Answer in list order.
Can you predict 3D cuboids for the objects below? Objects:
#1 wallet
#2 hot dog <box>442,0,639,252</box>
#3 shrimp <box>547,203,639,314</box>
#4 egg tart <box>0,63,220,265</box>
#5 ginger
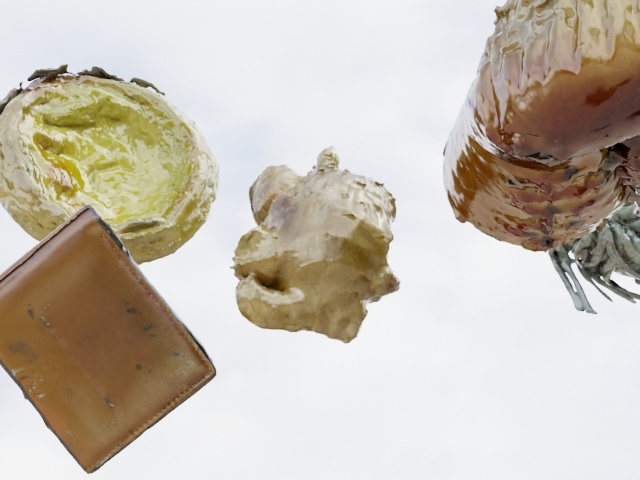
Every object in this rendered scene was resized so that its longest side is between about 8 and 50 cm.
[{"bbox_3d":[-0.208,0.091,1.641,0.161,0.195,0.042,-40,-1,-20],"label":"wallet"},{"bbox_3d":[0.296,-0.129,1.529,0.367,0.196,0.365,-12,-19,-5],"label":"hot dog"},{"bbox_3d":[0.307,-0.041,2.071,0.410,0.221,0.166,32,-4,-19],"label":"shrimp"},{"bbox_3d":[-0.250,-0.075,2.061,0.279,0.279,0.095,-1,-37,-22],"label":"egg tart"},{"bbox_3d":[0.000,0.000,1.711,0.157,0.216,0.102,6,-36,2],"label":"ginger"}]
